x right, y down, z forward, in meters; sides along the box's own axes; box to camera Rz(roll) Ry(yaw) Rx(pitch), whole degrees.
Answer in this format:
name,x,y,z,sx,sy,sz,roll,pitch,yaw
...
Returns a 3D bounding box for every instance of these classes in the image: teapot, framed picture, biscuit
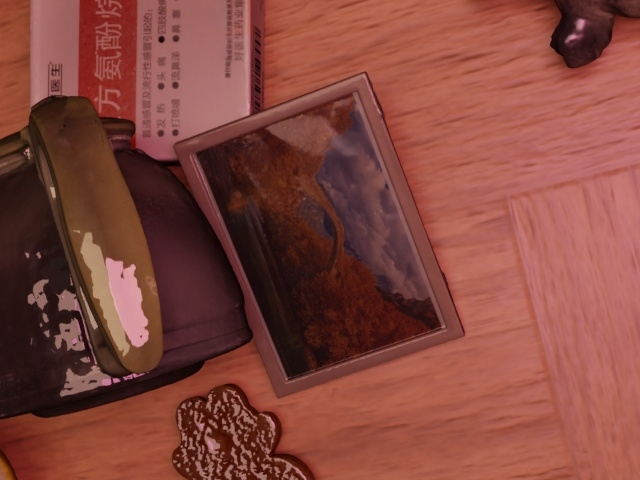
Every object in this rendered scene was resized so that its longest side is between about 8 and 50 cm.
name,x,y,z,sx,sy,sz,roll,pitch,yaw
teapot,-0.206,0.017,0.903,0.239,0.321,0.239,-17,90,11
framed picture,0.000,0.000,0.990,0.184,0.016,0.250,-19,100,11
biscuit,-0.069,0.217,1.025,0.124,0.026,0.175,-23,83,10

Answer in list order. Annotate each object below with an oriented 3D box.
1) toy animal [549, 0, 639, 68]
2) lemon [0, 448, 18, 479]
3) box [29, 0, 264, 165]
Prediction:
name,x,y,z,sx,sy,sz,roll,pitch,yaw
toy animal,0.285,-0.235,0.890,0.343,0.106,0.168,-27,95,32
lemon,-0.398,0.260,0.998,0.219,0.240,0.240,-22,82,41
box,-0.159,-0.245,1.047,0.214,0.069,0.353,0,86,13
